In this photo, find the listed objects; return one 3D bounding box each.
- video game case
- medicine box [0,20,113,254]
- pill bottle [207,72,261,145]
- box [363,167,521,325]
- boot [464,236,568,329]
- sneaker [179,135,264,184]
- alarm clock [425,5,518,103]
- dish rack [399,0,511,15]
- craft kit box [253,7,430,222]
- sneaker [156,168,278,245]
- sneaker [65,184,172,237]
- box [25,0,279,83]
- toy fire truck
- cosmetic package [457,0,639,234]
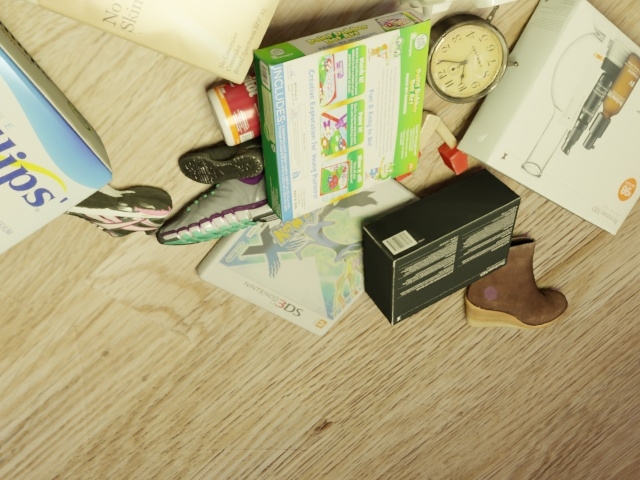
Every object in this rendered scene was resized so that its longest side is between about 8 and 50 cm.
[{"bbox_3d":[0.000,0.000,1.141,0.300,0.036,0.329,31,107,-36],"label":"video game case"},{"bbox_3d":[-0.453,-0.116,0.775,0.289,0.149,0.263,-34,135,-2],"label":"medicine box"},{"bbox_3d":[-0.078,-0.201,0.937,0.152,0.086,0.086,-22,129,-8],"label":"pill bottle"},{"bbox_3d":[0.210,0.012,1.153,0.261,0.103,0.184,-25,139,-17],"label":"box"},{"bbox_3d":[0.423,0.086,1.342,0.249,0.090,0.206,-6,127,-14],"label":"boot"},{"bbox_3d":[-0.122,-0.130,0.982,0.170,0.089,0.051,-1,127,24],"label":"sneaker"},{"bbox_3d":[0.203,-0.274,1.015,0.192,0.064,0.129,-29,123,5],"label":"alarm clock"},{"bbox_3d":[0.275,-0.358,0.845,0.333,0.285,0.072,-17,110,-10],"label":"dish rack"},{"bbox_3d":[0.035,-0.174,0.916,0.247,0.061,0.249,-20,135,-21],"label":"craft kit box"},{"bbox_3d":[-0.158,-0.059,1.027,0.224,0.098,0.083,-16,172,8],"label":"sneaker"},{"bbox_3d":[-0.315,-0.038,0.965,0.178,0.072,0.077,9,129,-21],"label":"sneaker"},{"bbox_3d":[-0.217,-0.319,0.773,0.311,0.121,0.148,13,117,-30],"label":"box"},{"bbox_3d":[0.159,-0.169,1.083,0.135,0.047,0.192,-31,128,0],"label":"toy fire truck"},{"bbox_3d":[0.454,-0.202,1.128,0.377,0.097,0.284,20,106,-33],"label":"cosmetic package"}]
